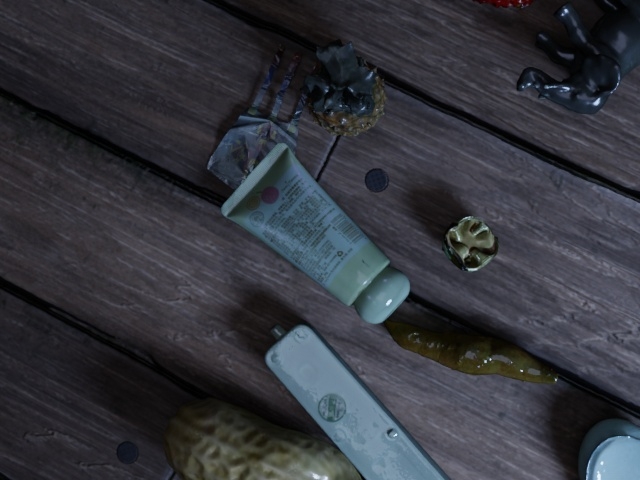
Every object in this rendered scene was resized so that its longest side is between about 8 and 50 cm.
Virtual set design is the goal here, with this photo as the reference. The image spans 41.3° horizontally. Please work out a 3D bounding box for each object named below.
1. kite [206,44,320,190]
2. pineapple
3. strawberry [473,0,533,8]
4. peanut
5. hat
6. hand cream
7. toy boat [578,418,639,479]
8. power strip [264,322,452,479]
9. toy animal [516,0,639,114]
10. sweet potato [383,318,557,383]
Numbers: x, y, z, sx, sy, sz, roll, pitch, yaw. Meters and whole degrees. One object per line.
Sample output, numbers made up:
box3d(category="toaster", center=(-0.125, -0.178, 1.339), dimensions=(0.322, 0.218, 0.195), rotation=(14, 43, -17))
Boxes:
box3d(category="kite", center=(-0.078, -0.184, 1.336), dimensions=(0.141, 0.015, 0.245), rotation=(24, 94, 6))
box3d(category="pineapple", center=(0.032, -0.218, 1.203), dimensions=(0.128, 0.248, 0.128), rotation=(0, 91, 5))
box3d(category="strawberry", center=(0.250, -0.440, 1.240), dimensions=(0.236, 0.111, 0.190), rotation=(-4, 91, 9))
box3d(category="peanut", center=(-0.086, 0.336, 1.263), dimensions=(0.325, 0.153, 0.140), rotation=(19, 63, 11))
box3d(category="hat", center=(0.219, 0.006, 1.270), dimensions=(0.076, 0.059, 0.077), rotation=(-36, 90, -9))
box3d(category="hand cream", center=(0.000, 0.000, 1.286), dimensions=(0.306, 0.093, 0.147), rotation=(43, 94, 8))
box3d(category="toy boat", center=(0.450, 0.353, 1.235), dimensions=(0.134, 0.079, 0.208), rotation=(-25, 97, 15))
box3d(category="power strip", center=(0.056, 0.274, 1.290), dimensions=(0.091, 0.062, 0.385), rotation=(-43, 85, 6))
box3d(category="toy animal", center=(0.392, -0.279, 1.216), dimensions=(0.245, 0.114, 0.146), rotation=(-43, 83, 6))
box3d(category="sweet potato", center=(0.216, 0.166, 1.267), dimensions=(0.273, 0.067, 0.067), rotation=(15, 92, 13))
